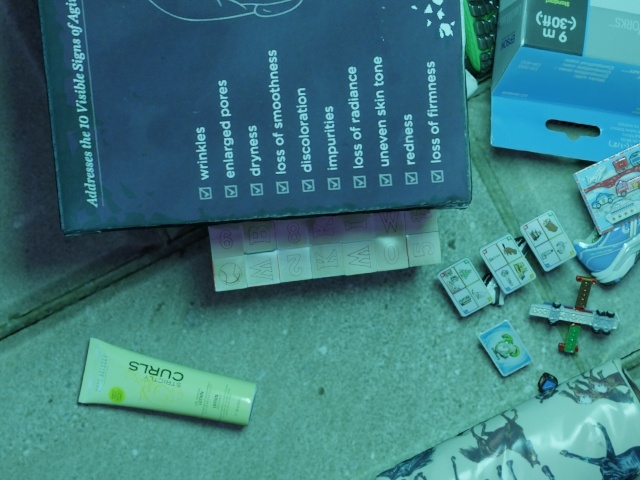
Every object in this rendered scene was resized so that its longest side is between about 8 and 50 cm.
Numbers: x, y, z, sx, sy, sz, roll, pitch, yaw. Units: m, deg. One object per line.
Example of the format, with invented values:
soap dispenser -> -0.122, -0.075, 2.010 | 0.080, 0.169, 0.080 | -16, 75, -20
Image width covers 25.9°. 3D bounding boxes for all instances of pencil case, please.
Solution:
pencil case -> 0.271, 0.326, 1.909 | 0.410, 0.160, 0.183 | -25, 82, -1

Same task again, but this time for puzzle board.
puzzle board -> 0.418, -0.075, 1.882 | 0.128, 0.011, 0.096 | -25, 105, 8

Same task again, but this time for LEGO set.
LEGO set -> 0.299, 0.092, 1.939 | 0.182, 0.060, 0.244 | -30, 107, 12

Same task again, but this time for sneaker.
sneaker -> 0.142, -0.375, 1.886 | 0.146, 0.134, 0.343 | -21, 104, 35
sneaker -> 0.264, 0.043, 1.952 | 0.044, 0.040, 0.109 | 34, 98, -15
sneaker -> 0.434, -0.039, 1.931 | 0.081, 0.080, 0.211 | 37, 90, -8
sneaker -> 0.376, -0.196, 1.934 | 0.162, 0.063, 0.073 | 10, 84, -13

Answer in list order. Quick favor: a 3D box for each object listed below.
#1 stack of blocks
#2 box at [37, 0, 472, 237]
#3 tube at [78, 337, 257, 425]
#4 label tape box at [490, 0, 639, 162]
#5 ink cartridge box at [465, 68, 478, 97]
stack of blocks -> 0.000, 0.000, 1.864 | 0.297, 0.171, 0.087 | -7, 94, -4
box -> -0.079, -0.272, 1.659 | 0.472, 0.297, 0.480 | -4, 99, 0
tube -> -0.210, 0.205, 1.926 | 0.240, 0.062, 0.070 | 13, 53, 1
label tape box -> 0.367, -0.286, 1.849 | 0.249, 0.115, 0.347 | 7, 82, -14
ink cartridge box -> 0.088, -0.189, 1.897 | 0.208, 0.087, 0.153 | -44, 95, 1
